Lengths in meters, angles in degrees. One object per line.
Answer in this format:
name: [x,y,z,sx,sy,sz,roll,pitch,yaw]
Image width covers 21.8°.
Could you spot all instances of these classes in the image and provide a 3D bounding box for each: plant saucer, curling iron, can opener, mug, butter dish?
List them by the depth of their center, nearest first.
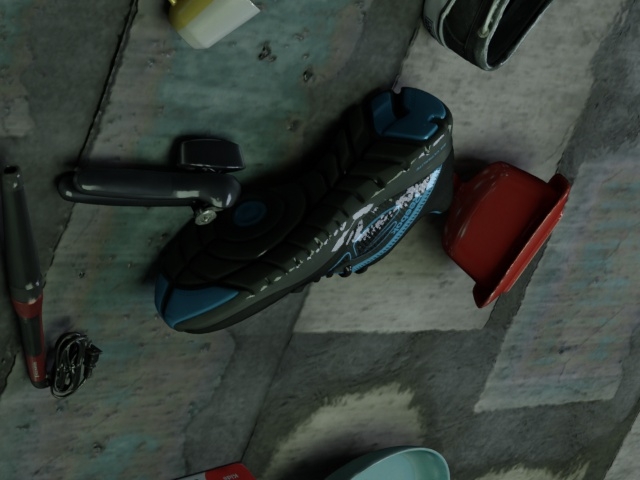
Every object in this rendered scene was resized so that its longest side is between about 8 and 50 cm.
mug: [-0.099,-0.201,1.402,0.064,0.078,0.062,-43,173,7]
curling iron: [-0.249,0.038,1.463,0.068,0.035,0.274,-33,138,-24]
can opener: [-0.149,-0.049,1.479,0.186,0.073,0.059,-6,163,-35]
butter dish: [0.173,-0.026,1.730,0.160,0.118,0.160,-54,-179,7]
plant saucer: [0.024,0.358,1.918,0.317,0.043,0.318,-32,143,-28]

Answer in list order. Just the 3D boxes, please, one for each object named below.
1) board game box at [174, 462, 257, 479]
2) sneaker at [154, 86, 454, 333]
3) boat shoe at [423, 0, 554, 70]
board game box: [-0.129,0.372,1.624,0.308,0.302,0.086,-11,128,-36]
sneaker: [0.000,0.000,1.583,0.341,0.125,0.140,-34,139,-15]
boat shoe: [0.225,-0.295,1.563,0.306,0.105,0.113,-49,140,1]
